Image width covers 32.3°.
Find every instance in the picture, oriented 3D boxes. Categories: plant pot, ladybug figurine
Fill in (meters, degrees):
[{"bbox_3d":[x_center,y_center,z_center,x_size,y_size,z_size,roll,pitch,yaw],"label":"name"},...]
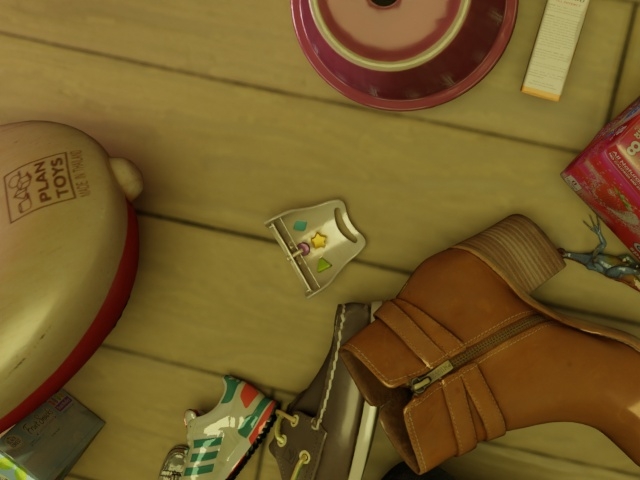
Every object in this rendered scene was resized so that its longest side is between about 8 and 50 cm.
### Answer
[{"bbox_3d":[0.066,-0.206,0.930,0.202,0.180,0.201,1,99,8],"label":"plant pot"},{"bbox_3d":[-0.336,0.067,1.012,0.449,0.162,0.305,-29,52,13],"label":"ladybug figurine"}]

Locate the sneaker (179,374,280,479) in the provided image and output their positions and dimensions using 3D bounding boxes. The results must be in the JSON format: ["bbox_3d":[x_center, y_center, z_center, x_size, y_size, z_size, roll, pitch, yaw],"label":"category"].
[{"bbox_3d":[-0.111,0.205,1.080,0.075,0.057,0.161,36,90,9],"label":"sneaker"}]

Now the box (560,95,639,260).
[{"bbox_3d":[0.344,-0.014,0.923,0.123,0.128,0.257,-43,90,-11],"label":"box"}]

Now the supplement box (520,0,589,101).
[{"bbox_3d":[0.207,-0.174,0.972,0.036,0.062,0.098,16,101,7],"label":"supplement box"}]

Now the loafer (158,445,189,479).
[{"bbox_3d":[-0.147,0.270,1.106,0.045,0.039,0.125,11,100,7],"label":"loafer"}]

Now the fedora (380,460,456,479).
[{"bbox_3d":[0.150,0.356,0.989,0.153,0.334,0.333,-5,99,-21],"label":"fedora"}]

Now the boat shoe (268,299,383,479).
[{"bbox_3d":[-0.003,0.206,1.038,0.097,0.116,0.324,10,106,4],"label":"boat shoe"}]

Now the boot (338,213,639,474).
[{"bbox_3d":[0.170,0.134,0.948,0.220,0.109,0.283,-35,88,-25],"label":"boot"}]

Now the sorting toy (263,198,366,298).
[{"bbox_3d":[0.000,0.000,1.044,0.075,0.045,0.083,-29,92,5],"label":"sorting toy"}]

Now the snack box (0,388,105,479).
[{"bbox_3d":[-0.312,0.259,1.063,0.070,0.174,0.207,39,101,-1],"label":"snack box"}]

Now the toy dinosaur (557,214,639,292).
[{"bbox_3d":[0.255,0.025,1.007,0.082,0.047,0.090,-6,109,28],"label":"toy dinosaur"}]
